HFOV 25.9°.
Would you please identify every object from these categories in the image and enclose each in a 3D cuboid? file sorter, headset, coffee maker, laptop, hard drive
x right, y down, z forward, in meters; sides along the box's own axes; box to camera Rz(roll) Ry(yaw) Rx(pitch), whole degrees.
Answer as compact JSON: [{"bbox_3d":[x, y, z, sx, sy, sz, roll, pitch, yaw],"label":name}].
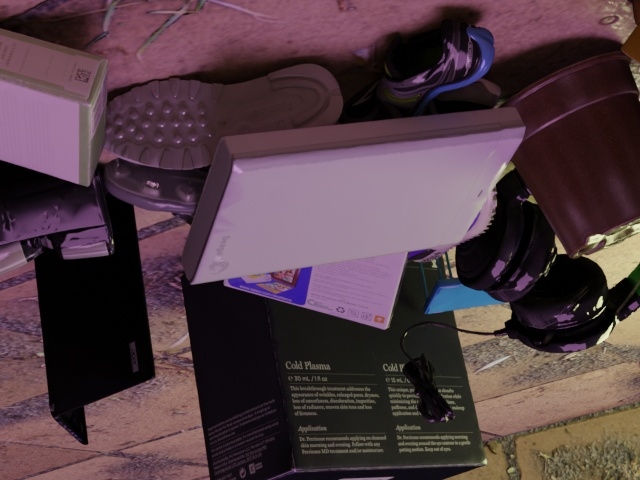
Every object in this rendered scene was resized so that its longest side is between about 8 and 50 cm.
[{"bbox_3d":[0.219,0.023,1.844,0.170,0.105,0.118,-8,161,-8],"label":"file sorter"},{"bbox_3d":[0.260,0.058,1.675,0.394,0.185,0.243,-39,118,14],"label":"headset"},{"bbox_3d":[-0.298,-0.040,1.334,0.178,0.120,0.171,-16,143,-8],"label":"coffee maker"},{"bbox_3d":[-0.248,0.087,1.585,0.136,0.234,0.264,-9,161,-1],"label":"laptop"},{"bbox_3d":[0.030,-0.044,1.373,0.307,0.040,0.203,-9,148,-24],"label":"hard drive"}]

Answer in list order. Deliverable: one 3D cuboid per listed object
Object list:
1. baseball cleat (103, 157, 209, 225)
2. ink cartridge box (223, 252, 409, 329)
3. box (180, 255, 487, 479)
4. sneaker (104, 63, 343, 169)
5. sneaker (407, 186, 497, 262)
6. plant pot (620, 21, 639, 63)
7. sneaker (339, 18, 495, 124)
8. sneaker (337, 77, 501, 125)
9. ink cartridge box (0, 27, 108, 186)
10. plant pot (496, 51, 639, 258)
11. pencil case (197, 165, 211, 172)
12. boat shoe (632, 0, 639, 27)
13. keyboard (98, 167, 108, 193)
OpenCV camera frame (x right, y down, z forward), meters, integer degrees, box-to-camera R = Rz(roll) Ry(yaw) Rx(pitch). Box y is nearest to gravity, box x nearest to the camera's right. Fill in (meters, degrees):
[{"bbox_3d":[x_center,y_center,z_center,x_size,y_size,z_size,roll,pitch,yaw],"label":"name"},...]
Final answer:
[{"bbox_3d":[-0.126,-0.030,1.389,0.205,0.072,0.109,6,135,-25],"label":"baseball cleat"},{"bbox_3d":[0.000,0.000,1.588,0.206,0.045,0.208,16,138,3],"label":"ink cartridge box"},{"bbox_3d":[0.018,0.173,1.854,0.343,0.313,0.179,7,155,-39],"label":"box"},{"bbox_3d":[-0.095,-0.109,1.339,0.235,0.090,0.095,-6,174,-4],"label":"sneaker"},{"bbox_3d":[0.097,-0.037,1.611,0.146,0.102,0.293,-3,160,-19],"label":"sneaker"},{"bbox_3d":[0.428,-0.179,1.176,0.212,0.212,0.187,7,118,-42],"label":"plant pot"},{"bbox_3d":[0.080,-0.159,1.324,0.078,0.067,0.188,22,144,-33],"label":"sneaker"},{"bbox_3d":[0.098,-0.106,1.442,0.214,0.083,0.084,-26,154,35],"label":"sneaker"},{"bbox_3d":[-0.306,-0.130,1.209,0.235,0.056,0.171,17,158,-3],"label":"ink cartridge box"},{"bbox_3d":[0.276,-0.080,1.424,0.167,0.165,0.167,-23,169,-5],"label":"plant pot"},{"bbox_3d":[-0.116,-0.073,1.452,0.151,0.065,0.070,-4,167,-16],"label":"pencil case"},{"bbox_3d":[0.387,-0.170,1.380,0.096,0.098,0.277,-16,160,20],"label":"boat shoe"},{"bbox_3d":[-0.299,-0.066,1.437,0.180,0.023,0.108,3,149,-36],"label":"keyboard"}]
